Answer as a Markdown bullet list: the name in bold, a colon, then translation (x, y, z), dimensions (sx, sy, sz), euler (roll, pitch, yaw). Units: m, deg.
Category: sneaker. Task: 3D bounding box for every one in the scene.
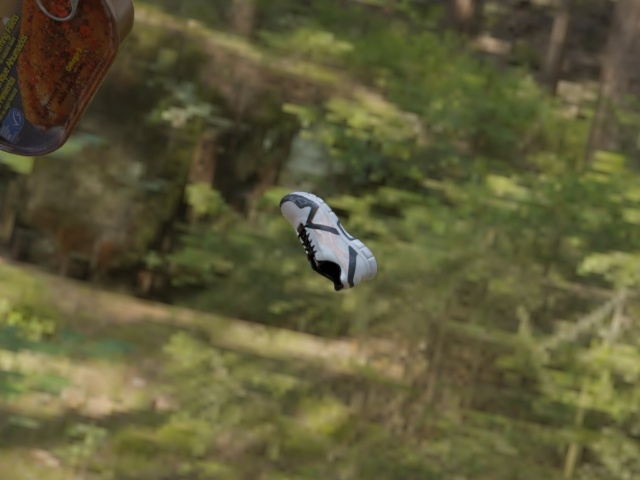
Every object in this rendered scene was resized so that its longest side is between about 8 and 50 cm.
- **sneaker**: translation (0.000, 0.000, 1.578), dimensions (0.109, 0.044, 0.040), euler (43, -35, 19)

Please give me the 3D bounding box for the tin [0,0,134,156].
- **tin**: translation (-0.195, -0.133, 1.225), dimensions (0.106, 0.040, 0.189), euler (32, -44, -8)
